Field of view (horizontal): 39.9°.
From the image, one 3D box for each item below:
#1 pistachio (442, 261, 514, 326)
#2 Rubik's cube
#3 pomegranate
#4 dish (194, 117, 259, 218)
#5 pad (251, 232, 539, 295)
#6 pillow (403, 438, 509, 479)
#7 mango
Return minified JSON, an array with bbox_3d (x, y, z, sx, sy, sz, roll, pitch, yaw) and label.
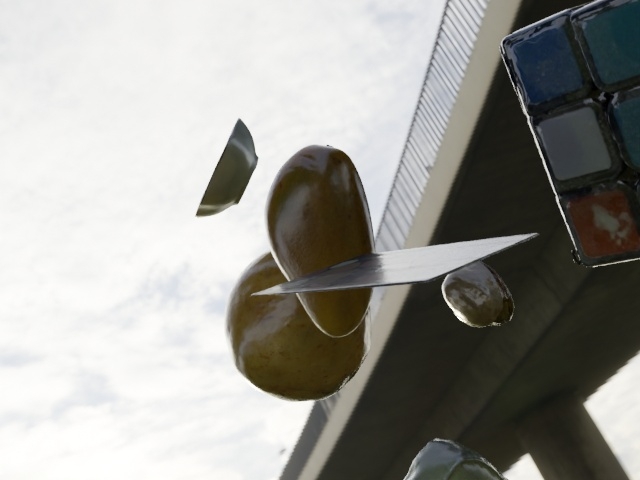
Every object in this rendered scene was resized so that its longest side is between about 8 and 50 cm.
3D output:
[{"bbox_3d":[0.288,0.099,1.602,0.113,0.149,0.113,-21,-53,-32],"label":"pistachio"},{"bbox_3d":[0.511,-0.202,1.184,0.359,0.362,0.363,-20,10,46],"label":"Rubik's cube"},{"bbox_3d":[-0.036,0.126,1.396,0.260,0.260,0.260,-20,-30,-12],"label":"pomegranate"},{"bbox_3d":[-0.153,-0.114,1.533,0.066,0.190,0.190,24,-46,-9],"label":"dish"},{"bbox_3d":[0.063,0.024,0.813,0.158,0.003,0.235,-19,6,-40],"label":"pad"},{"bbox_3d":[0.130,0.317,0.662,0.322,0.120,0.255,38,-100,-29],"label":"pillow"},{"bbox_3d":[0.000,0.000,1.132,0.138,0.253,0.113,-12,-12,9],"label":"mango"}]
